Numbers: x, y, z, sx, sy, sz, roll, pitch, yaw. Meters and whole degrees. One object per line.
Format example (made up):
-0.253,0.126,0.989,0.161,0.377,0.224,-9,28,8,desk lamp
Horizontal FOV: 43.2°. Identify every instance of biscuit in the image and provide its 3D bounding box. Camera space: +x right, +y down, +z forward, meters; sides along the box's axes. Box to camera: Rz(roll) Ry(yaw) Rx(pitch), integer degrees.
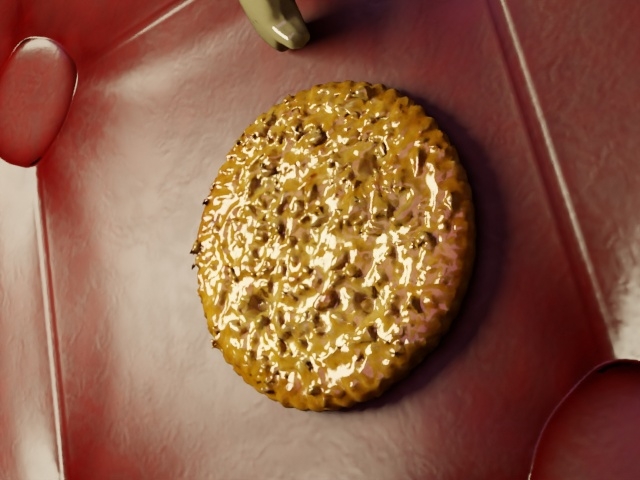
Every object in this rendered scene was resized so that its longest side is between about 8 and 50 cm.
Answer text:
0.000,0.000,0.608,0.254,0.035,0.254,-7,76,32,biscuit

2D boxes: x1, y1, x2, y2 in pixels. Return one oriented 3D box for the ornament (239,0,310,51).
-0.094,-0.262,0.639,0.061,0.230,0.245,-34,42,-2,ornament
